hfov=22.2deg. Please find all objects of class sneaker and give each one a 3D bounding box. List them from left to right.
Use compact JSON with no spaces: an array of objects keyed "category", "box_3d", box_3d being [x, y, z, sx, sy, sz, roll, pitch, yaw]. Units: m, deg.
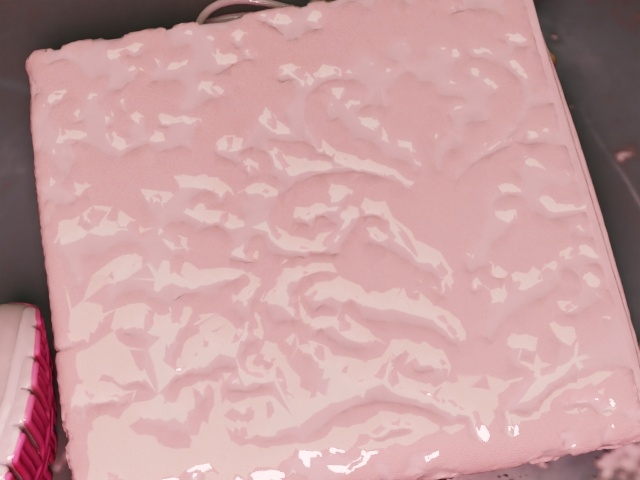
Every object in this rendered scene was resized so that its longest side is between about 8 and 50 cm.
[{"category":"sneaker","box_3d":[-0.217,0.139,0.875,0.111,0.103,0.252,15,60,6]}]

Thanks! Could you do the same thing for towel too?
[{"category":"towel","box_3d":[0.000,0.000,0.974,0.332,0.053,0.317,-10,65,-4]}]

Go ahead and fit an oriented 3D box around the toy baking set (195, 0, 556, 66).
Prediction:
[{"category":"toy baking set","box_3d":[0.024,-0.137,1.078,0.197,0.030,0.256,-31,65,-17]}]
